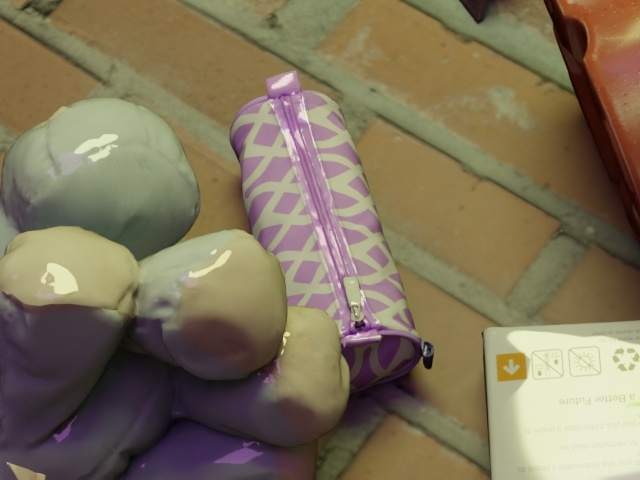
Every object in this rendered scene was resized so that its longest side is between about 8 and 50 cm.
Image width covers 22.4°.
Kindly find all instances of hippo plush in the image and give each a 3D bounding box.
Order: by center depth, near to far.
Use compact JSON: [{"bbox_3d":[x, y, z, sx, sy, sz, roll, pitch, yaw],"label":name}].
[{"bbox_3d":[-0.119,0.052,0.985,0.234,0.294,0.236,16,35,-23],"label":"hippo plush"}]

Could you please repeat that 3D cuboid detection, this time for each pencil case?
[{"bbox_3d":[0.000,0.000,1.030,0.086,0.088,0.206,-19,60,0],"label":"pencil case"}]

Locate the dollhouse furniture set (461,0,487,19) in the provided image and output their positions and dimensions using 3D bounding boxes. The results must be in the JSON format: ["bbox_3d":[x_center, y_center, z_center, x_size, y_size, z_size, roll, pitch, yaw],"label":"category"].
[{"bbox_3d":[0.123,-0.235,1.143,0.081,0.091,0.114,-21,57,-19],"label":"dollhouse furniture set"}]

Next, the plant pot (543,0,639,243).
[{"bbox_3d":[0.287,-0.117,0.957,0.265,0.272,0.272,-22,61,7],"label":"plant pot"}]

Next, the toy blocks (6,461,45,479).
[{"bbox_3d":[-0.102,0.270,0.791,0.309,0.288,0.260,1,68,14],"label":"toy blocks"}]

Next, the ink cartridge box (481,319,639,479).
[{"bbox_3d":[0.249,0.188,0.904,0.303,0.072,0.307,-3,65,7],"label":"ink cartridge box"}]
